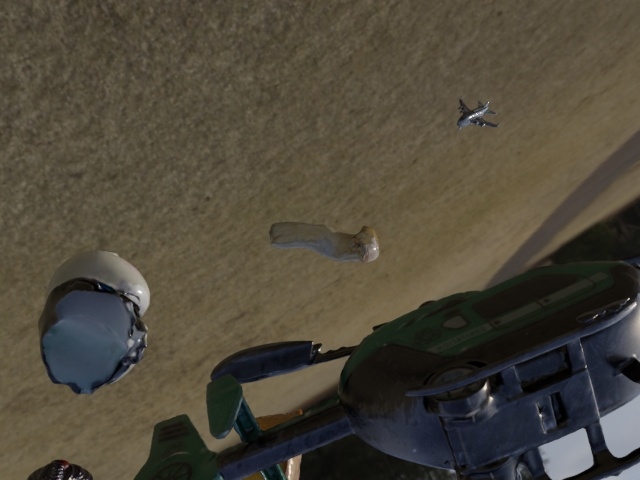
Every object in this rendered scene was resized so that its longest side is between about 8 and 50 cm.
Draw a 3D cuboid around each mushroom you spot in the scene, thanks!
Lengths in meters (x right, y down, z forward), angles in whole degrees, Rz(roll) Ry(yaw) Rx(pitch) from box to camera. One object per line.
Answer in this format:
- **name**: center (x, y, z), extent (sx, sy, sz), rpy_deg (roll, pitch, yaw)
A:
- **mushroom**: center (0.001, -0.002, 1.148), extent (0.054, 0.201, 0.059), rpy_deg (81, 26, -43)

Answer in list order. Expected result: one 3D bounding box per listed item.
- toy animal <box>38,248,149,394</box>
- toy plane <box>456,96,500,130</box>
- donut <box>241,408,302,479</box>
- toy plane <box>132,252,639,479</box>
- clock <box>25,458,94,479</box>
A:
- **toy animal**: center (-0.289, 0.091, 0.885), extent (0.166, 0.179, 0.138), rpy_deg (-37, 119, 12)
- **toy plane**: center (0.243, -0.198, 1.068), extent (0.083, 0.078, 0.031), rpy_deg (-34, 154, -29)
- **donut**: center (-0.097, 0.460, 1.239), extent (0.110, 0.303, 0.303), rpy_deg (6, 162, 1)
- **toy plane**: center (0.058, 0.090, 0.411), extent (0.381, 0.107, 0.155), rpy_deg (-24, -158, 0)
- **clock**: center (-0.290, 0.358, 0.712), extent (0.100, 0.196, 0.194), rpy_deg (1, 124, 1)
